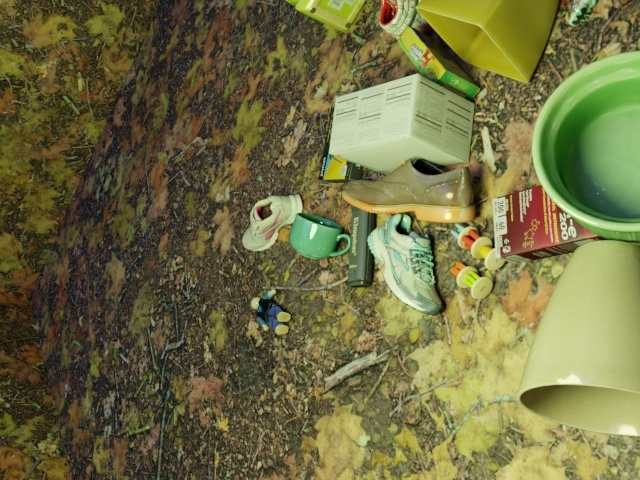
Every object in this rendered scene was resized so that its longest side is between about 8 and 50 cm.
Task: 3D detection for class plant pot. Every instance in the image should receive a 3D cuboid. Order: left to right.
[{"bbox_3d":[0.015,-0.734,1.936,0.228,0.227,0.207,-55,49,24],"label":"plant pot"},{"bbox_3d":[0.372,-0.488,1.450,0.187,0.212,0.212,-55,41,5],"label":"plant pot"},{"bbox_3d":[0.468,0.149,1.126,0.256,0.256,0.274,-17,50,47],"label":"plant pot"}]

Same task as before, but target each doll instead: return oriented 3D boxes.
[{"bbox_3d":[-0.147,0.202,1.981,0.189,0.046,0.129,24,107,57],"label":"doll"}]

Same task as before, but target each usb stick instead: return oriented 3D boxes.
[{"bbox_3d":[0.106,-0.020,1.743,0.077,0.045,0.277,-10,72,48],"label":"usb stick"}]

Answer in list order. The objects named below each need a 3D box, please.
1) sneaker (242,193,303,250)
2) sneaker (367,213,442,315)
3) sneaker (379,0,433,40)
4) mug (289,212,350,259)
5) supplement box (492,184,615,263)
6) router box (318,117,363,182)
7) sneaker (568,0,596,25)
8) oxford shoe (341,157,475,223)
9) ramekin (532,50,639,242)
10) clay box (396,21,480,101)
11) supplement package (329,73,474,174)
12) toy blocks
[{"bbox_3d":[-0.167,-0.062,2.033,0.252,0.111,0.103,-44,49,34],"label":"sneaker"},{"bbox_3d":[0.203,0.045,1.558,0.122,0.110,0.283,-50,45,24],"label":"sneaker"},{"bbox_3d":[0.243,-0.618,1.678,0.090,0.145,0.270,42,111,48],"label":"sneaker"},{"bbox_3d":[-0.009,-0.003,1.810,0.158,0.129,0.097,32,107,50],"label":"mug"},{"bbox_3d":[0.449,-0.042,1.312,0.239,0.073,0.130,-17,66,46],"label":"supplement box"},{"bbox_3d":[0.066,-0.246,1.859,0.133,0.046,0.178,4,82,51],"label":"router box"},{"bbox_3d":[0.521,-0.484,1.391,0.098,0.038,0.069,-53,42,12],"label":"sneaker"},{"bbox_3d":[0.198,-0.126,1.580,0.364,0.130,0.132,10,106,42],"label":"oxford shoe"},{"bbox_3d":[0.516,-0.141,1.132,0.304,0.148,0.303,-8,71,25],"label":"ramekin"},{"bbox_3d":[0.266,-0.417,1.604,0.053,0.127,0.222,-52,44,27],"label":"clay box"},{"bbox_3d":[0.186,-0.257,1.591,0.262,0.204,0.145,-2,76,50],"label":"supplement package"},{"bbox_3d":[0.316,0.037,1.465,0.148,0.054,0.123,47,121,53],"label":"toy blocks"}]
